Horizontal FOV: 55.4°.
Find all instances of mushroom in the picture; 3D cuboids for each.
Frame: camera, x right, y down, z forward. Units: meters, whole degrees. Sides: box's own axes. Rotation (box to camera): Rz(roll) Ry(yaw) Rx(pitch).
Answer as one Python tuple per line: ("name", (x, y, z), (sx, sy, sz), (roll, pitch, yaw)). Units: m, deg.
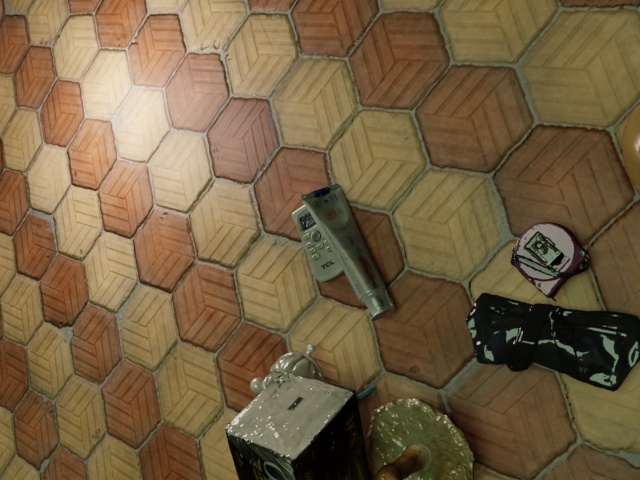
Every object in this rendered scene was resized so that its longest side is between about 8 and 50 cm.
("mushroom", (0.157, 0.390, 1.114), (0.232, 0.302, 0.208), (26, 72, 31))

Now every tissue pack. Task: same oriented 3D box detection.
("tissue pack", (-0.032, 0.460, 1.179), (0.198, 0.210, 0.370), (11, 122, 38))

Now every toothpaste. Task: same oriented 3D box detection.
("toothpaste", (0.065, 0.019, 1.333), (0.100, 0.066, 0.323), (-20, 69, -15))

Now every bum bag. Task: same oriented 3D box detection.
("bum bag", (0.412, 0.178, 1.093), (0.309, 0.074, 0.137), (6, 78, 32))

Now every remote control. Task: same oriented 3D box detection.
("remote control", (0.000, 0.000, 1.400), (0.087, 0.029, 0.190), (-31, 70, 27))

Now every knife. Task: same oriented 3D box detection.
("knife", (0.087, 0.339, 1.322), (0.091, 0.005, 0.014), (-40, 64, 22))

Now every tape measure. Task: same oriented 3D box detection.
("tape measure", (0.415, 0.030, 1.104), (0.125, 0.074, 0.118), (43, 107, 26))

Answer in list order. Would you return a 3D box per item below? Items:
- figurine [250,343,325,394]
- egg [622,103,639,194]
("figurine", (-0.060, 0.358, 1.347), (0.182, 0.144, 0.257), (31, 105, 52))
("egg", (0.583, -0.131, 0.943), (0.201, 0.201, 0.244), (-48, 51, 19))
